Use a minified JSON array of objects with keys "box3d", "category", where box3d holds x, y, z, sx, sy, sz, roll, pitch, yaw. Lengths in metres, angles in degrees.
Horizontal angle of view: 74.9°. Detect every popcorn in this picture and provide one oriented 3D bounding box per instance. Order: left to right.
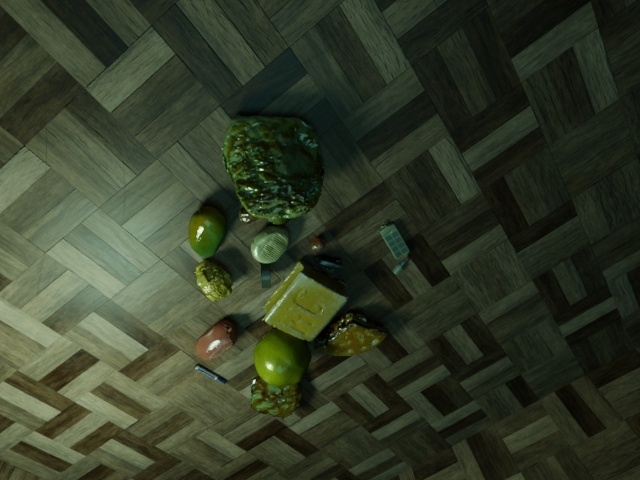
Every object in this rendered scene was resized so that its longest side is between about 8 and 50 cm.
[{"box3d":[-0.479,0.177,1.876,0.140,0.163,0.194,-32,94,-17],"category":"popcorn"}]

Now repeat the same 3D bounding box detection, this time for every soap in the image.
[{"box3d":[-0.072,0.297,2.011,0.293,0.156,0.335,33,110,-19],"category":"soap"}]

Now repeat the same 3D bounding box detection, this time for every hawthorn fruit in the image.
[{"box3d":[0.000,0.000,1.907,0.066,0.066,0.103,29,86,-22],"category":"hawthorn fruit"}]

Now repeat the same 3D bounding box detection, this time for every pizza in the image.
[{"box3d":[0.157,0.492,2.180,0.408,0.114,0.278,-17,122,1],"category":"pizza"}]

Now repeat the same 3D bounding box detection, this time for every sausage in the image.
[{"box3d":[-0.509,0.496,2.068,0.148,0.148,0.254,35,111,-25],"category":"sausage"}]

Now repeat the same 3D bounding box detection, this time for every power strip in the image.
[{"box3d":[0.346,-0.002,1.967,0.079,0.029,0.227,-30,120,9],"category":"power strip"}]

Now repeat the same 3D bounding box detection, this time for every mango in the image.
[{"box3d":[-0.484,-0.034,1.782,0.156,0.114,0.251,7,132,-24],"category":"mango"}]

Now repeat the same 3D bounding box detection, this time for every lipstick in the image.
[{"box3d":[0.397,0.120,2.050,0.025,0.025,0.107,31,105,-23],"category":"lipstick"}]

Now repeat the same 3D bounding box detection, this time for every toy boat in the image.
[{"box3d":[0.031,0.105,1.967,0.141,0.055,0.060,15,110,-17],"category":"toy boat"}]

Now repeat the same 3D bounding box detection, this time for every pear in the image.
[{"box3d":[-0.192,0.578,2.093,0.293,0.294,0.295,-4,121,-6],"category":"pear"}]

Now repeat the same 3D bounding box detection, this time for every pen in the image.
[{"box3d":[-0.593,0.723,2.253,0.025,0.025,0.204,-41,117,15],"category":"pen"}]

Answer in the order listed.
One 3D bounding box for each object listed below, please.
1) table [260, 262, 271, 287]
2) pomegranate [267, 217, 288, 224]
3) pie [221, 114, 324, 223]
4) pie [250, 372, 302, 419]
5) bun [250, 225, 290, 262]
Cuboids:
[{"box3d":[-0.250,0.150,1.906,0.043,0.133,0.134,-3,121,-8],"category":"table"},{"box3d":[-0.174,-0.136,1.774,0.114,0.114,0.142,27,86,-22],"category":"pomegranate"},{"box3d":[-0.173,-0.289,1.616,0.394,0.180,0.419,-11,99,-8],"category":"pie"},{"box3d":[-0.247,0.847,2.333,0.288,0.103,0.355,0,116,-8],"category":"pie"},{"box3d":[-0.222,0.010,1.849,0.164,0.111,0.188,30,102,-32],"category":"bun"}]
